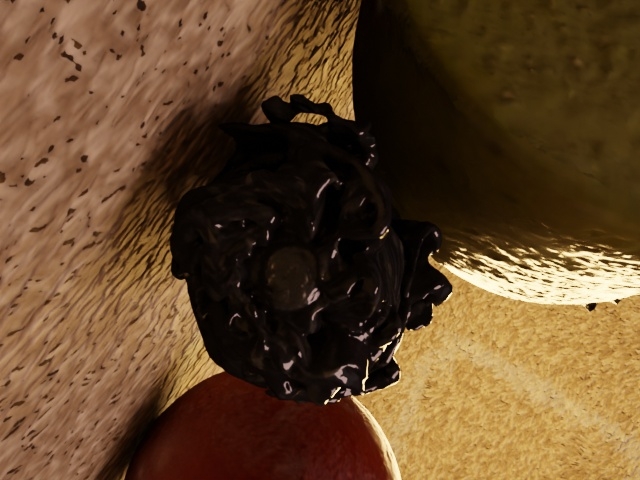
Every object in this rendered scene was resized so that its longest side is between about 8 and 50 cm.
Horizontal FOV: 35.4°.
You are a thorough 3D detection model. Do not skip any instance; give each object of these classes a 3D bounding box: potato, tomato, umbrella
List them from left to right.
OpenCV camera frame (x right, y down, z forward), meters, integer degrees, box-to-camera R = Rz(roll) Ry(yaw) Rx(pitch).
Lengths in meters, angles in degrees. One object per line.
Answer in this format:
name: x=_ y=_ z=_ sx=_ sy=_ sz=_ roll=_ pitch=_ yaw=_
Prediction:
tomato: x=-0.042 y=0.198 z=0.736 sx=0.184 sy=0.208 sz=0.208 roll=-82 pitch=-163 yaw=-65
umbrella: x=0.006 y=0.011 z=0.580 sx=0.128 sy=0.154 sz=0.336 roll=-20 pitch=173 yaw=5
potato: x=0.100 y=-0.086 z=0.636 sx=0.280 sy=0.213 sz=0.330 roll=118 pitch=-31 yaw=-60
